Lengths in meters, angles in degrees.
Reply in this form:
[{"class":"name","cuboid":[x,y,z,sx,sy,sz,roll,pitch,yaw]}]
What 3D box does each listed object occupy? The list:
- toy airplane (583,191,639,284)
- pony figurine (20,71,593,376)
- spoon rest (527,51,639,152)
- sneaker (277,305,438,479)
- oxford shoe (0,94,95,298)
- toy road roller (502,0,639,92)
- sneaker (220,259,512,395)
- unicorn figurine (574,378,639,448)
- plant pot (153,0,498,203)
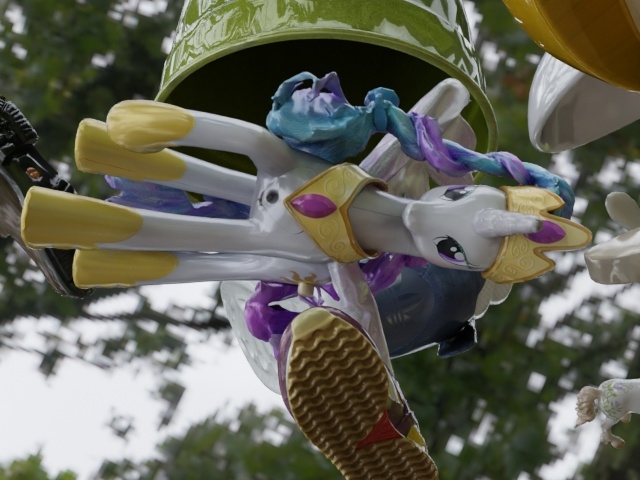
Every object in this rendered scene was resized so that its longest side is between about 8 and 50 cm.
[{"class":"toy airplane","cuboid":[0.434,-0.057,1.436,0.384,0.386,0.272,-59,-34,-51]},{"class":"pony figurine","cuboid":[0.000,0.000,1.290,0.351,0.363,0.303,77,-159,-79]},{"class":"spoon rest","cuboid":[0.231,-0.131,1.019,0.276,0.084,0.137,-34,-18,-15]},{"class":"sneaker","cuboid":[0.013,0.094,1.135,0.069,0.084,0.185,-27,-48,-1]},{"class":"oxford shoe","cuboid":[-0.303,-0.032,1.821,0.096,0.227,0.083,-35,-8,33]},{"class":"toy road roller","cuboid":[0.210,-0.196,0.762,0.329,0.240,0.202,-35,-62,-10]},{"class":"sneaker","cuboid":[0.060,0.042,1.662,0.236,0.323,0.130,-23,-85,-20]},{"class":"unicorn figurine","cuboid":[0.318,0.145,1.695,0.162,0.060,0.111,-18,-45,-1]},{"class":"plant pot","cuboid":[0.005,-0.248,1.964,0.366,0.366,0.353,53,-148,-51]}]
